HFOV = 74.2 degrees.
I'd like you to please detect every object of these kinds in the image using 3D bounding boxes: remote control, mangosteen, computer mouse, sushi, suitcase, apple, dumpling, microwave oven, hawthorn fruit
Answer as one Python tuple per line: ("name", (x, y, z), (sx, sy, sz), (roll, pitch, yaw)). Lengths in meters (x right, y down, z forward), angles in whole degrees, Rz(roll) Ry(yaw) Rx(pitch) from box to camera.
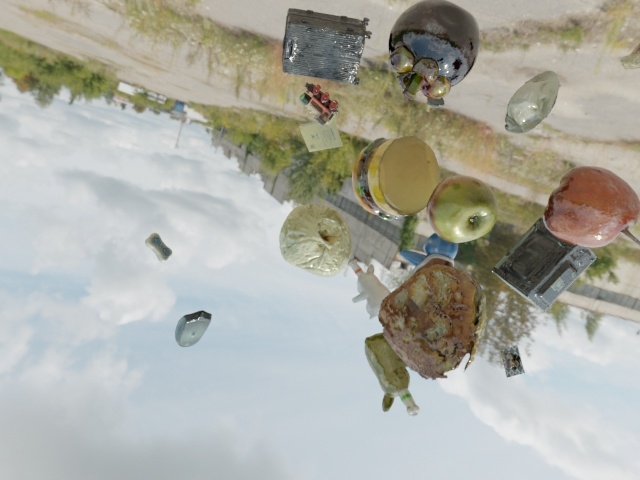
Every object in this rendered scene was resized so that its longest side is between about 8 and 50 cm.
("remote control", (-0.658, 0.029, 1.725), (0.032, 0.122, 0.074), (-15, -149, 29))
("mangosteen", (0.328, -0.560, 1.284), (0.275, 0.302, 0.275), (25, 173, 3))
("computer mouse", (-0.491, 0.323, 1.615), (0.113, 0.229, 0.068), (4, -137, -39))
("sushi", (0.842, 0.539, 1.881), (0.026, 0.125, 0.120), (6, 150, -16))
("suitcase", (0.016, -0.783, 1.710), (0.336, 0.229, 0.152), (6, -131, -8))
("apple", (0.496, -0.106, 1.485), (0.261, 0.260, 0.194), (14, -151, -26))
("dumpling", (0.784, -0.505, 1.552), (0.142, 0.247, 0.172), (14, -160, -33))
("microwave oven", (0.883, 0.090, 1.691), (0.181, 0.295, 0.237), (34, -169, -32))
("hawthorn fruit", (0.774, -0.097, 1.201), (0.235, 0.231, 0.263), (14, 176, -31))

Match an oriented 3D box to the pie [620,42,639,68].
("pie", (0.996, -0.575, 1.236), (0.179, 0.205, 0.084), (-33, -92, -39))

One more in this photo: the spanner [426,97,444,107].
("spanner", (0.402, -0.651, 1.688), (0.325, 0.093, 0.026), (60, -174, 22))

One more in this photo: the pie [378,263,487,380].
("pie", (0.278, 0.190, 1.037), (0.086, 0.308, 0.308), (24, -174, -33))

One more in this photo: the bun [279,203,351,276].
("bun", (0.000, 0.000, 1.910), (0.349, 0.352, 0.227), (-16, -178, -31))

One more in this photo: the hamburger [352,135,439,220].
("hamburger", (0.346, -0.311, 2.010), (0.396, 0.395, 0.277), (13, 178, -28))

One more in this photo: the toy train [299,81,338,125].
("toy train", (-0.008, -0.433, 1.338), (0.138, 0.087, 0.050), (36, 180, -26))

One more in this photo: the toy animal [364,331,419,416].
("toy animal", (0.314, 0.569, 1.799), (0.181, 0.181, 0.362), (3, -125, -45))

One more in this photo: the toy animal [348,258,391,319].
("toy animal", (0.213, 0.214, 1.860), (0.141, 0.138, 0.282), (-2, -135, -45))

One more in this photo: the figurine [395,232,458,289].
("figurine", (0.475, 0.167, 1.868), (0.298, 0.415, 0.243), (19, 160, -15))

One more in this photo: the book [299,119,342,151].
("book", (0.003, -0.545, 2.205), (0.193, 0.167, 0.013), (-5, -134, 21))
